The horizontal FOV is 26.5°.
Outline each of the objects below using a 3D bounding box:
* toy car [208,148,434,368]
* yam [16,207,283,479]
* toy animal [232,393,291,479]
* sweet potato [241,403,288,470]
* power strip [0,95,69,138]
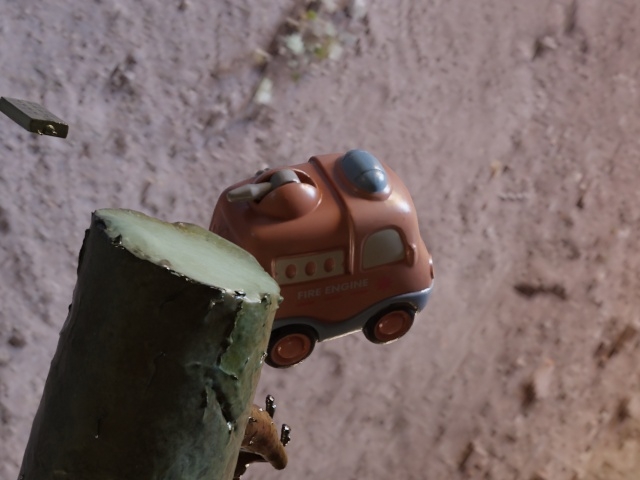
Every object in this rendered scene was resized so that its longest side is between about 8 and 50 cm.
[{"bbox_3d":[0.000,0.000,1.550,0.271,0.180,0.212,-11,133,-19],"label":"toy car"},{"bbox_3d":[-0.151,0.137,1.195,0.195,0.195,0.300,6,103,-52],"label":"yam"},{"bbox_3d":[-0.197,0.275,1.987,0.260,0.243,0.087,-37,-175,22],"label":"toy animal"},{"bbox_3d":[-0.127,0.206,1.602,0.314,0.072,0.066,32,49,-50],"label":"sweet potato"},{"bbox_3d":[-0.325,-0.139,1.548,0.051,0.136,0.019,10,102,-32],"label":"power strip"}]
